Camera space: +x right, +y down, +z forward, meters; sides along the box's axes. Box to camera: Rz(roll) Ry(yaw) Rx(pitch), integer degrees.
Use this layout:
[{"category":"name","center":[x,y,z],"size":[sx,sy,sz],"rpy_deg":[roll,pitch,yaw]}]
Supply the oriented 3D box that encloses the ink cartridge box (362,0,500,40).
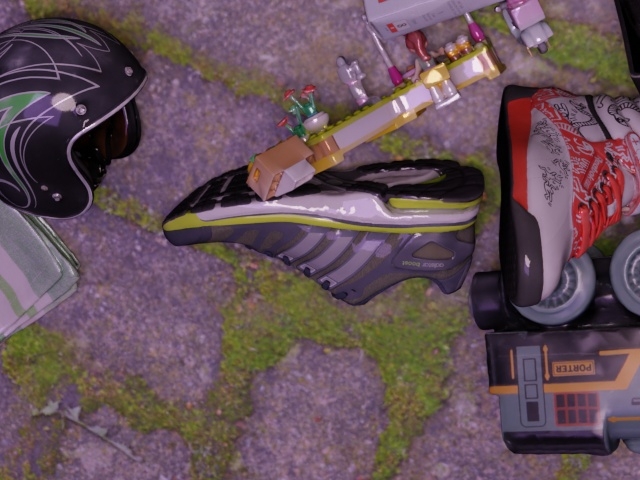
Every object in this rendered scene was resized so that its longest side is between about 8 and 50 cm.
[{"category":"ink cartridge box","center":[0.113,-0.256,1.048],"size":[0.179,0.045,0.145],"rpy_deg":[-18,65,20]}]

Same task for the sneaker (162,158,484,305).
[{"category":"sneaker","center":[0.000,0.000,1.171],"size":[0.299,0.111,0.121],"rpy_deg":[1,113,15]}]

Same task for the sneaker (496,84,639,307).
[{"category":"sneaker","center":[0.216,-0.042,1.022],"size":[0.145,0.270,0.090],"rpy_deg":[4,123,4]}]

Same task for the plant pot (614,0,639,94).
[{"category":"plant pot","center":[0.354,-0.127,1.014],"size":[0.188,0.187,0.167],"rpy_deg":[-20,116,18]}]

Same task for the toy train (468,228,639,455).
[{"category":"toy train","center":[0.291,0.084,1.089],"size":[0.333,0.142,0.190],"rpy_deg":[-4,87,19]}]

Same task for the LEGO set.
[{"category":"LEGO set","center":[0.048,-0.145,1.095],"size":[0.287,0.132,0.107],"rpy_deg":[-28,95,-3]}]

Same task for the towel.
[{"category":"towel","center":[-0.425,0.039,1.315],"size":[0.325,0.038,0.248],"rpy_deg":[-39,96,21]}]

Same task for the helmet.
[{"category":"helmet","center":[-0.238,-0.119,1.153],"size":[0.169,0.169,0.162],"rpy_deg":[10,127,9]}]
